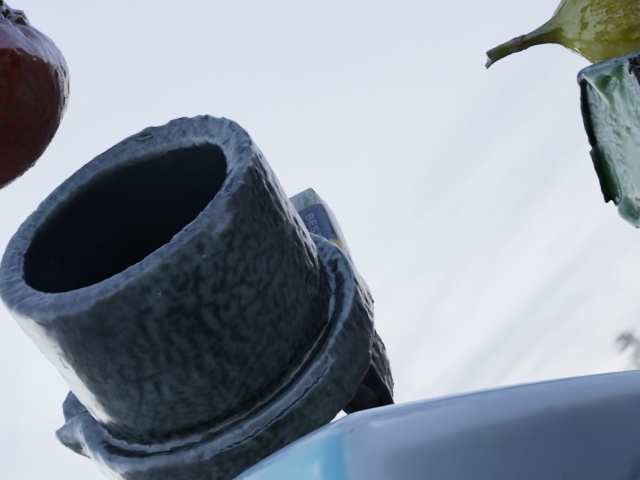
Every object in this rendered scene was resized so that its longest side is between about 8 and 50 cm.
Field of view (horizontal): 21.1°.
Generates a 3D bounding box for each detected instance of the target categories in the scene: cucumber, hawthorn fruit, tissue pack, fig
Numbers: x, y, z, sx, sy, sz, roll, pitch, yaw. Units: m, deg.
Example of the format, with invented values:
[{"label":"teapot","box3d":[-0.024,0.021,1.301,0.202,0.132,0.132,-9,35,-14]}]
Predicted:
[{"label":"cucumber","box3d":[0.309,-0.082,1.585,0.086,0.193,0.115,-29,9,-21]},{"label":"hawthorn fruit","box3d":[-0.476,-0.161,2.215,0.287,0.287,0.330,-10,-50,-61]},{"label":"tissue pack","box3d":[0.000,0.000,1.615,0.042,0.083,0.062,-28,-33,9]},{"label":"fig","box3d":[0.296,-0.232,1.836,0.257,0.159,0.159,-19,-20,-2]}]

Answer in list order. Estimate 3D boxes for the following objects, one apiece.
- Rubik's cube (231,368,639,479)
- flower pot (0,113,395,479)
[{"label":"Rubik's cube","box3d":[0.119,0.285,0.991,0.347,0.352,0.351,-2,-20,-26]},{"label":"flower pot","box3d":[-0.110,0.079,1.431,0.299,0.299,0.283,-41,-59,-12]}]
